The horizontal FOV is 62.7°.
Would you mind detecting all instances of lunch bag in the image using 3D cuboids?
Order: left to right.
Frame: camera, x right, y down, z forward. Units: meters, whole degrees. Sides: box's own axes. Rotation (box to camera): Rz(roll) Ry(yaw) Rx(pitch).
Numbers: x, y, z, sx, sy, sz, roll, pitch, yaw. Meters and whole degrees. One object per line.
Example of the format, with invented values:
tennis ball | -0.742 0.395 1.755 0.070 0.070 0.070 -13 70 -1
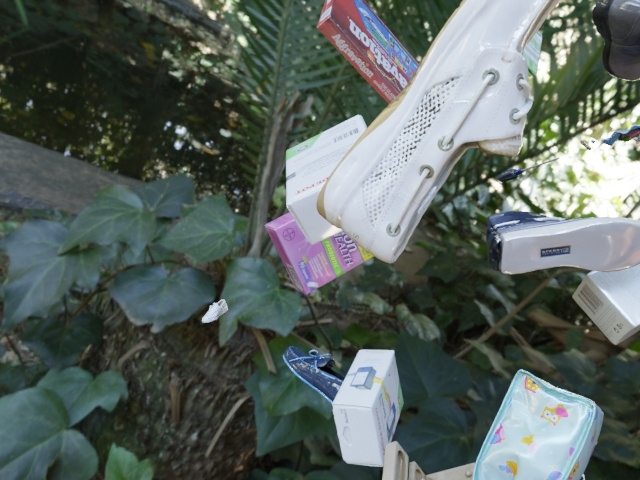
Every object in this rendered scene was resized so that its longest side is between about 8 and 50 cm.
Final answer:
lunch bag | 0.368 0.375 0.893 0.160 0.262 0.223 20 -9 35

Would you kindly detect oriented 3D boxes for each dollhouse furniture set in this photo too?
dollhouse furniture set | 0.214 0.459 1.011 0.151 0.123 0.144 54 26 -19

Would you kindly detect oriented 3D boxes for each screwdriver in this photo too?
screwdriver | 0.458 -0.159 1.156 0.025 0.170 0.024 -31 95 -31

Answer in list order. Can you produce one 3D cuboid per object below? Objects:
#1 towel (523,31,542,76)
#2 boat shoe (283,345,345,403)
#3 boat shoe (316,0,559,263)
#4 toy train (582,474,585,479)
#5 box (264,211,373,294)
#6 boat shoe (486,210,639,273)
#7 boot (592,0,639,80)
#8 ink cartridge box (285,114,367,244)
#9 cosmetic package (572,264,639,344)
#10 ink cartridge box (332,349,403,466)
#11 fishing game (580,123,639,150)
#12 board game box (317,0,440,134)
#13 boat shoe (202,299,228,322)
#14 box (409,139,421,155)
towel | 0.405 -0.410 1.076 0.113 0.023 0.152 36 53 -15
boat shoe | 0.015 0.350 1.403 0.258 0.089 0.109 30 10 26
boat shoe | 0.114 -0.099 0.398 0.096 0.277 0.098 43 22 13
toy train | 0.732 0.715 1.421 0.166 0.046 0.125 42 59 2
box | 0.000 0.000 1.529 0.243 0.213 0.117 -28 17 -15
boat shoe | 0.529 -0.016 1.152 0.341 0.127 0.158 -2 28 4
boot | 0.778 -0.441 1.222 0.338 0.118 0.222 19 22 -45
ink cartridge box | 0.036 -0.137 1.123 0.114 0.198 0.272 59 13 -31
cosmetic package | 0.731 0.119 1.232 0.151 0.184 0.151 58 -4 28
ink cartridge box | 0.110 0.362 1.161 0.093 0.154 0.212 -4 19 25
fishing game | 0.728 -0.236 1.170 0.189 0.264 0.041 -4 83 -57
board game box | 0.109 -0.268 0.816 0.281 0.027 0.145 38 43 -29
boat shoe | -0.264 0.173 1.308 0.035 0.035 0.100 -5 12 25
box | 0.288 -0.265 1.561 0.175 0.220 0.051 60 -17 -23
